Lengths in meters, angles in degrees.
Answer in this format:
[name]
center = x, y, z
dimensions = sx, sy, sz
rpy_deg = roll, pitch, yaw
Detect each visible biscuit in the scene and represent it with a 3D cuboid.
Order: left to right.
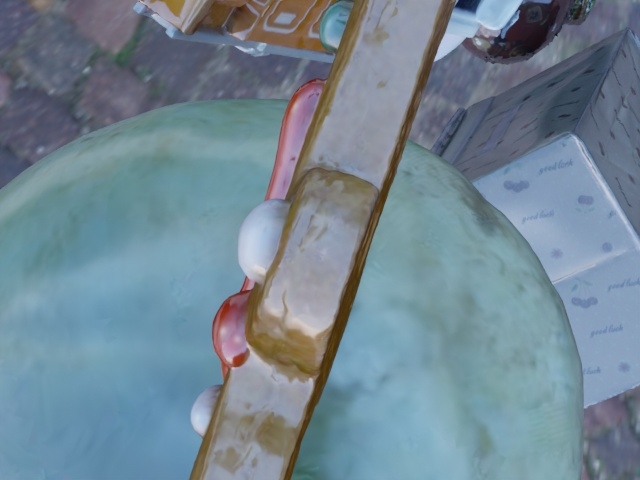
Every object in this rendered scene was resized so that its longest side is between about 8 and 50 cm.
[biscuit]
center = -0.003, -0.001, 0.676
dimensions = 0.049, 0.205, 0.324
rpy_deg = 17, 84, 2

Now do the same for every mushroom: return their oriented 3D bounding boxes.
[mushroom]
center = -0.036, 0.099, 0.903
dimensions = 0.352, 0.260, 0.352
rpy_deg = -2, 83, 18

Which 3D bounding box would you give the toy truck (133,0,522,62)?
[toy truck]
center = 0.004, -0.211, 1.135
dimensions = 0.173, 0.387, 0.207
rpy_deg = 37, 107, 22

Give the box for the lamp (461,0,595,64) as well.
[lamp]
center = 0.187, -0.238, 1.727
dimensions = 0.135, 0.157, 0.156
rpy_deg = 12, 72, -25

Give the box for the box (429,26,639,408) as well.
[box]
center = 0.220, -0.015, 1.612
dimensions = 0.190, 0.297, 0.225
rpy_deg = -27, 103, 28
